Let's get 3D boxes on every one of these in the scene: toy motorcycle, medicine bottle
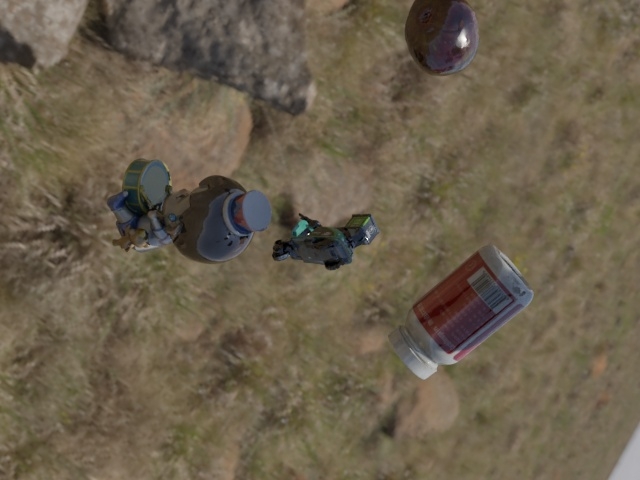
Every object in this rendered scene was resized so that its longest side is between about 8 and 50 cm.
[{"bbox_3d":[0.000,0.000,1.555,0.100,0.173,0.058,-50,125,-37],"label":"toy motorcycle"},{"bbox_3d":[0.247,0.128,1.734,0.250,0.131,0.131,-41,163,13],"label":"medicine bottle"}]

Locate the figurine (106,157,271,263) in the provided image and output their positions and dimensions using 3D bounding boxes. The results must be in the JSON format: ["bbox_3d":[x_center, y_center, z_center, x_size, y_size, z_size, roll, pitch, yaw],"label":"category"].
[{"bbox_3d":[-0.203,-0.044,1.592,0.161,0.275,0.158,-18,114,-68],"label":"figurine"}]

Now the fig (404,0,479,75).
[{"bbox_3d":[0.176,-0.278,1.357,0.109,0.103,0.154,-60,151,5],"label":"fig"}]
